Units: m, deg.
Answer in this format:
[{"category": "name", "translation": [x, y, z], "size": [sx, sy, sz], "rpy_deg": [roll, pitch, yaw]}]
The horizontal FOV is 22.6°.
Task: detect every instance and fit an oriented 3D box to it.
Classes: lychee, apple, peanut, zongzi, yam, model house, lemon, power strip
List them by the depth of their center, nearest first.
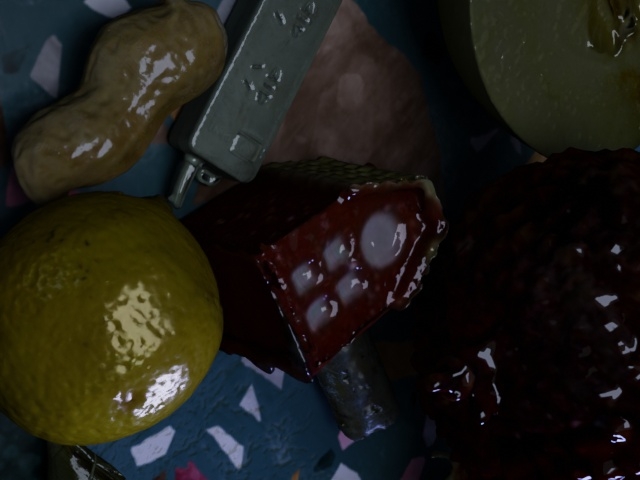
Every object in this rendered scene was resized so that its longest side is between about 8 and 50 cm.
[{"category": "lemon", "translation": [-0.216, 0.078, 1.494], "size": [0.253, 0.228, 0.228], "rpy_deg": [-41, 123, 5]}, {"category": "peanut", "translation": [-0.195, -0.136, 1.547], "size": [0.117, 0.101, 0.263], "rpy_deg": [42, 77, -12]}, {"category": "zongzi", "translation": [-0.267, 0.246, 1.607], "size": [0.113, 0.052, 0.104], "rpy_deg": [43, 80, -20]}, {"category": "model house", "translation": [0.000, 0.000, 1.654], "size": [0.254, 0.196, 0.160], "rpy_deg": [-39, 117, -24]}, {"category": "power strip", "translation": [-0.078, -0.157, 1.654], "size": [0.093, 0.053, 0.288], "rpy_deg": [31, 80, -36]}, {"category": "lychee", "translation": [0.285, 0.108, 1.668], "size": [0.500, 0.425, 0.424], "rpy_deg": [-4, 102, -35]}, {"category": "apple", "translation": [0.302, -0.265, 1.767], "size": [0.311, 0.320, 0.360], "rpy_deg": [-74, 147, -51]}, {"category": "yam", "translation": [0.028, 0.135, 1.776], "size": [0.078, 0.078, 0.179], "rpy_deg": [-37, 119, -24]}]

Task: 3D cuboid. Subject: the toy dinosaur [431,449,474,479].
[{"category": "toy dinosaur", "translation": [0.139, 0.259, 1.881], "size": [0.206, 0.113, 0.327], "rpy_deg": [-35, 132, -55]}]
